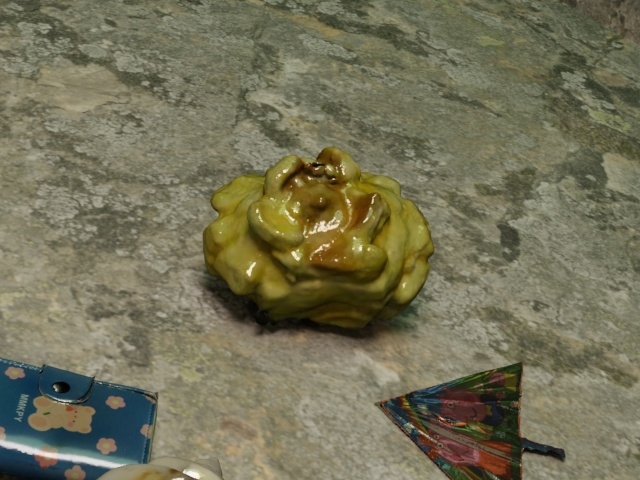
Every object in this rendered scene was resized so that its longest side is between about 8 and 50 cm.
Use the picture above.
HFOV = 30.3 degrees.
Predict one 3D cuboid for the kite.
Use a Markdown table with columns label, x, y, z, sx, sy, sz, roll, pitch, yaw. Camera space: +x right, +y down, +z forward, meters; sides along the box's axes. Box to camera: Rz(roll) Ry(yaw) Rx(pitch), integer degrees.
| label | x | y | z | sx | sy | sz | roll | pitch | yaw |
| --- | --- | --- | --- | --- | --- | --- | --- | --- | --- |
| kite | 0.175 | 0.221 | 1.368 | 0.234 | 0.016 | 0.321 | 17 | 32 | -2 |

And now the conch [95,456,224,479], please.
| label | x | y | z | sx | sy | sz | roll | pitch | yaw |
| --- | --- | --- | --- | --- | --- | --- | --- | --- | --- |
| conch | -0.153 | 0.269 | 1.018 | 0.158 | 0.127 | 0.255 | 24 | 35 | 6 |

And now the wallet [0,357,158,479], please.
| label | x | y | z | sx | sy | sz | roll | pitch | yaw |
| --- | --- | --- | --- | --- | --- | --- | --- | --- | --- |
| wallet | -0.265 | 0.181 | 1.164 | 0.202 | 0.059 | 0.141 | 13 | 30 | -8 |

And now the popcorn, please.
| label | x | y | z | sx | sy | sz | roll | pitch | yaw |
| --- | --- | --- | --- | --- | --- | --- | --- | --- | --- |
| popcorn | 0.000 | 0.000 | 1.441 | 0.286 | 0.215 | 0.252 | 2 | -4 | -16 |
